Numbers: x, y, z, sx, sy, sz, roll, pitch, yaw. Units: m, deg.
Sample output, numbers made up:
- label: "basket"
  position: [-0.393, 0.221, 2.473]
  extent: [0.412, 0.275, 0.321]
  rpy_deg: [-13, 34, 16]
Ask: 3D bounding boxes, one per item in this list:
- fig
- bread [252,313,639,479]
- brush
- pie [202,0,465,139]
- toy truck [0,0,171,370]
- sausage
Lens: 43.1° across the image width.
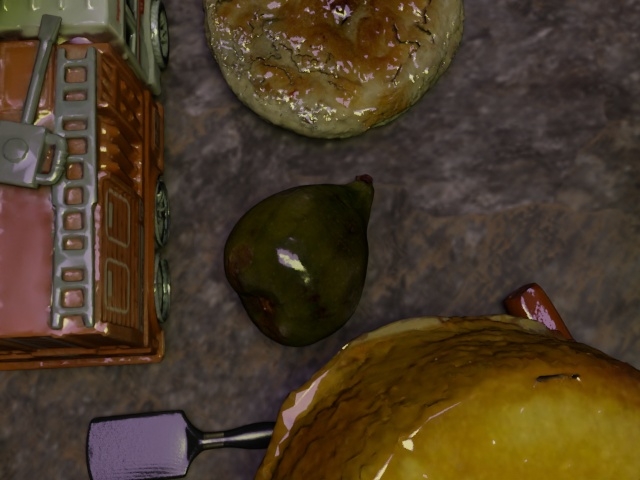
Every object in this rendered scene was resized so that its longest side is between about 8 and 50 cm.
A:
- label: "fig"
  position: [-0.011, 0.013, 0.757]
  extent: [0.133, 0.185, 0.126]
  rpy_deg: [41, 120, 2]
- label: "bread"
  position: [0.137, 0.239, 0.614]
  extent: [0.398, 0.215, 0.398]
  rpy_deg: [0, 90, -14]
- label: "brush"
  position: [-0.120, 0.188, 0.753]
  extent: [0.194, 0.016, 0.062]
  rpy_deg: [-5, 79, -1]
- label: "pie"
  position: [0.015, -0.229, 0.817]
  extent: [0.274, 0.055, 0.274]
  rpy_deg: [1, 74, -3]
- label: "toy truck"
  position: [-0.228, -0.088, 0.710]
  extent: [0.173, 0.207, 0.387]
  rpy_deg: [-3, 79, -1]
- label: "sausage"
  position: [0.219, 0.102, 0.758]
  extent: [0.041, 0.039, 0.131]
  rpy_deg: [-27, 81, -10]
